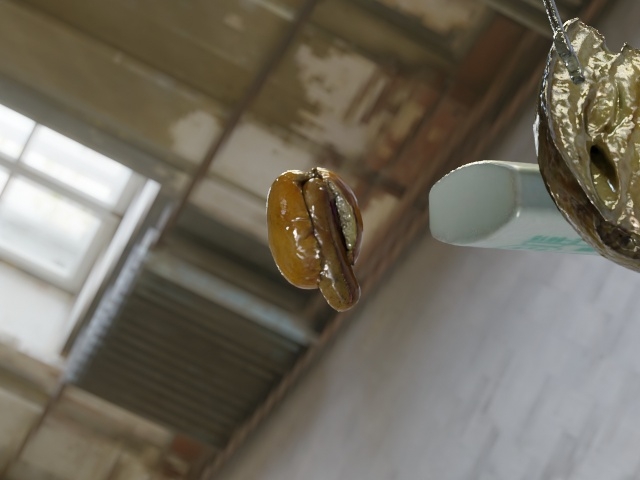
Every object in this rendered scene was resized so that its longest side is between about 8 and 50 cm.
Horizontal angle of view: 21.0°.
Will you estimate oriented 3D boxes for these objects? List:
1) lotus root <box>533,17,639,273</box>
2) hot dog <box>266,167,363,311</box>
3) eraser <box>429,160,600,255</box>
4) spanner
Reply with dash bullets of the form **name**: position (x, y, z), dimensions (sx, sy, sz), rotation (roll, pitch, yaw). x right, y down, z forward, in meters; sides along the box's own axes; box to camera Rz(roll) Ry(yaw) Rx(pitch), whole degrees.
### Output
- **lotus root**: position (0.314, -0.082, 1.878), dimensions (0.142, 0.210, 0.314), rotation (116, 168, -45)
- **hot dog**: position (-0.002, 0.000, 1.583), dimensions (0.060, 0.090, 0.140), rotation (-135, 36, -54)
- **eraser**: position (0.298, -0.037, 2.068), dimensions (0.189, 0.290, 0.104), rotation (-5, 83, 60)
- **spanner**: position (0.225, -0.256, 1.739), dimensions (0.015, 0.054, 0.254), rotation (-24, 49, 16)
